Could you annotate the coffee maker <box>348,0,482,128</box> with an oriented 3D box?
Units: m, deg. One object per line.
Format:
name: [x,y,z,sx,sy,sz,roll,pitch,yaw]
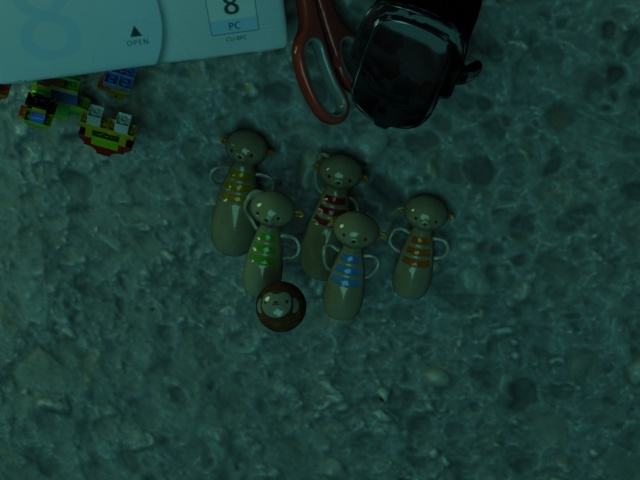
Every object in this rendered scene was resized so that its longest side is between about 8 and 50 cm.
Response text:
coffee maker: [0.094,-0.217,1.196,0.120,0.178,0.171,0,115,12]

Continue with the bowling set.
bowling set: [0.000,0.000,1.319,0.287,0.200,0.154,12,116,3]

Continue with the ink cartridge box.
ink cartridge box: [-0.206,-0.353,1.179,0.308,0.091,0.385,-7,126,2]

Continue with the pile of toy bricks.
pile of toy bricks: [-0.306,-0.167,1.370,0.212,0.118,0.105,16,153,-7]

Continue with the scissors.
scissors: [-0.018,-0.265,1.245,0.021,0.109,0.297,1,120,49]
